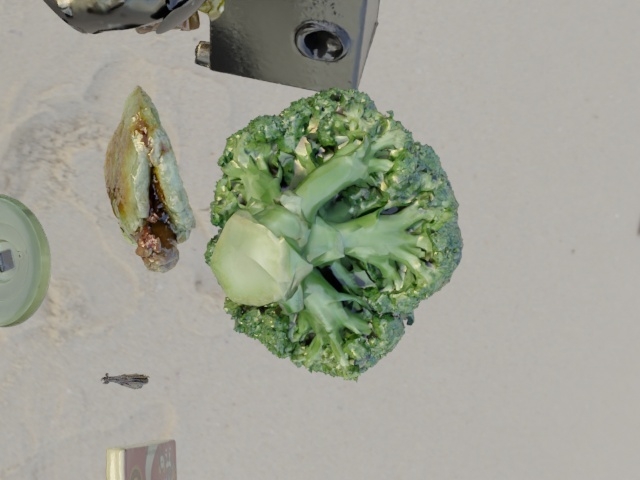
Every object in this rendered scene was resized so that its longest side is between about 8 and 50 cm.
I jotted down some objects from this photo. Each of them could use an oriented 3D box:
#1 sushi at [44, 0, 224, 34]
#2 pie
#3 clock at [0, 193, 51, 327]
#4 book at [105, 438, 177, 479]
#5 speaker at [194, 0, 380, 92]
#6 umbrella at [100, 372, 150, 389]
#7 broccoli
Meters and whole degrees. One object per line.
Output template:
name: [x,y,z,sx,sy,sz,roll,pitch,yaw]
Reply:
sushi: [-0.194,-0.397,0.968,0.329,0.328,0.285,-47,171,19]
pie: [-0.264,-0.103,1.323,0.105,0.274,0.257,-8,107,-22]
clock: [-0.559,0.036,1.544,0.235,0.029,0.235,-3,90,-68]
book: [-0.143,0.287,0.738,0.162,0.022,0.232,60,25,-78]
speaker: [-0.043,-0.359,1.318,0.232,0.254,0.184,-74,174,-46]
umbrella: [-0.240,0.173,1.096,0.083,0.031,0.020,29,66,-60]
broccoli: [0.000,0.000,0.791,0.270,0.270,0.270,-25,119,-66]
